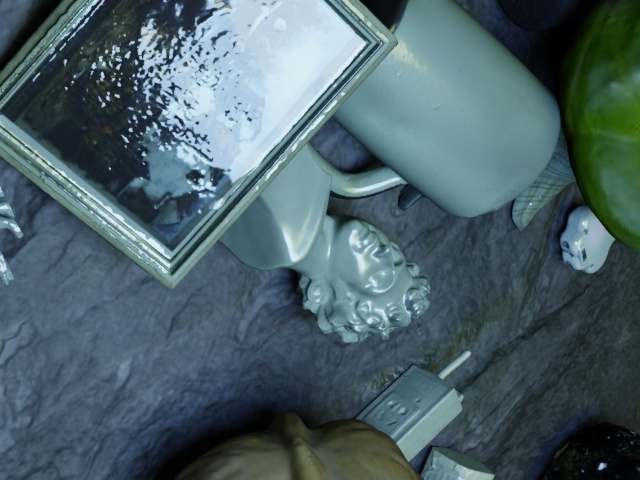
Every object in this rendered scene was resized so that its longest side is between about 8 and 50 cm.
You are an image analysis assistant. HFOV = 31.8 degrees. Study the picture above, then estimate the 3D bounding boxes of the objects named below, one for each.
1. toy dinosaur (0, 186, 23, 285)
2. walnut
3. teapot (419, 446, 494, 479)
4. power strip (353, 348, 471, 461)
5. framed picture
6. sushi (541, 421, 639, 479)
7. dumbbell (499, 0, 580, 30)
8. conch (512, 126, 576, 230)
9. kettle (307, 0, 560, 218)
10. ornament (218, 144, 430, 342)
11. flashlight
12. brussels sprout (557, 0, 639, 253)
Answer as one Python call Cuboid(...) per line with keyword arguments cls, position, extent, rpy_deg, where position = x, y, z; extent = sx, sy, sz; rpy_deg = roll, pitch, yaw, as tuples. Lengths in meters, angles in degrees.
Cuboid(cls="toy dinosaur", position=(-0.298, -0.043, 0.892), extent=(0.082, 0.039, 0.209), rpy_deg=(-32, 125, -22))
Cuboid(cls="walnut", position=(-0.022, 0.309, 1.113), extent=(0.296, 0.285, 0.285), rpy_deg=(-7, 114, -13))
Cuboid(cls="teapot", position=(0.146, 0.364, 1.370), extent=(0.077, 0.107, 0.200), rpy_deg=(20, 96, -45))
Cuboid(cls="power strip", position=(0.115, 0.187, 1.293), extent=(0.175, 0.075, 0.042), rpy_deg=(-41, 129, -20))
Cuboid(cls="framed picture", position=(-0.111, -0.130, 0.918), extent=(0.232, 0.019, 0.296), rpy_deg=(40, 97, -21))
Cuboid(cls="sushi", position=(0.365, 0.424, 1.528), extent=(0.211, 0.171, 0.350), rpy_deg=(22, 94, -40))
Cuboid(cls="dumbbell", position=(0.289, -0.287, 1.214), extent=(0.191, 0.100, 0.100), rpy_deg=(-17, 118, -32))
Cuboid(cls="conch", position=(0.304, -0.123, 1.290), extent=(0.234, 0.114, 0.137), rpy_deg=(-46, 122, -10))
Cuboid(cls="kettle", position=(0.076, -0.131, 1.083), extent=(0.240, 0.165, 0.255), rpy_deg=(-40, 133, 19))
Cuboid(cls="ornament", position=(-0.014, -0.001, 1.086), extent=(0.285, 0.130, 0.120), rpy_deg=(42, 75, -34))
Cuboid(cls="flashlight", position=(0.375, -0.037, 1.425), extent=(0.200, 0.047, 0.093), rpy_deg=(-37, 128, -24))
Cuboid(cls="brussels sprout", position=(0.405, -0.152, 1.134), extent=(0.355, 0.281, 0.289), rpy_deg=(-35, 106, -39))
